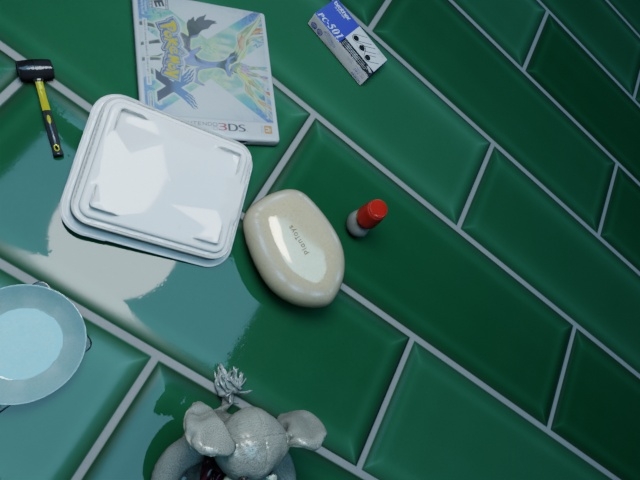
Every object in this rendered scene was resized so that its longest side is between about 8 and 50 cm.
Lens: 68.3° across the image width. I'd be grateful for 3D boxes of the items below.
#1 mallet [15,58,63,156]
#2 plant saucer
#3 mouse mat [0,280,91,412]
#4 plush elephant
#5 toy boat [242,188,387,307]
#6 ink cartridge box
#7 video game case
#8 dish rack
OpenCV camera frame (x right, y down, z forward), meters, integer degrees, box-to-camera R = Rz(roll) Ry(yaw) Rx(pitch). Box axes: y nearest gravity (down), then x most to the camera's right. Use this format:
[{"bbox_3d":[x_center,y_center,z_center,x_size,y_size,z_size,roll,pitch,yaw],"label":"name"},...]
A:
[{"bbox_3d":[-0.528,-0.250,0.888,0.062,0.039,0.190,-7,85,-28],"label":"mallet"},{"bbox_3d":[-0.500,0.172,0.791,0.194,0.037,0.195,6,75,-24],"label":"plant saucer"},{"bbox_3d":[-0.518,0.180,0.806,0.189,0.007,0.153,-39,96,-29],"label":"mouse mat"},{"bbox_3d":[-0.138,0.381,0.802,0.271,0.255,0.331,8,74,-24],"label":"plush elephant"},{"bbox_3d":[0.000,0.000,1.039,0.318,0.148,0.268,-24,84,-21],"label":"toy boat"},{"bbox_3d":[0.073,-0.520,1.237,0.207,0.046,0.097,48,61,-9],"label":"ink cartridge box"},{"bbox_3d":[-0.251,-0.376,1.050,0.299,0.036,0.330,-3,79,-27],"label":"video game case"},{"bbox_3d":[-0.297,-0.117,0.923,0.332,0.072,0.286,18,76,-27],"label":"dish rack"}]
